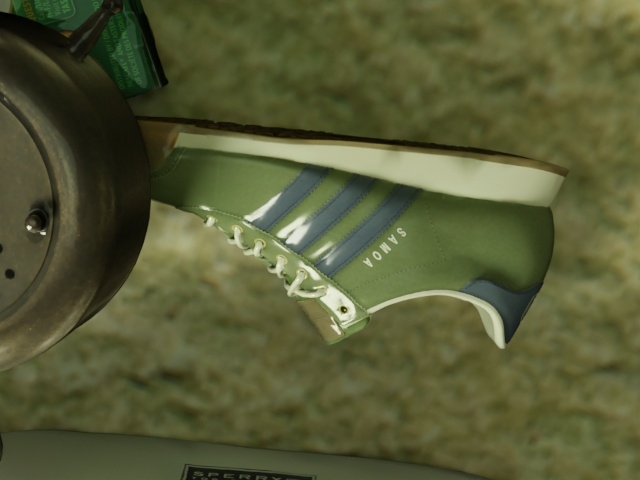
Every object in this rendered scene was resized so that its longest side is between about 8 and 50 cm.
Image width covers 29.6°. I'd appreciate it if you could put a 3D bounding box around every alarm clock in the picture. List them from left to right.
[{"bbox_3d":[-0.132,0.002,0.438,0.129,0.064,0.192,6,105,6],"label":"alarm clock"}]

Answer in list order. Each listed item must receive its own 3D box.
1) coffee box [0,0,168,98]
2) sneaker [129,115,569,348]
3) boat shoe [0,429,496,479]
[{"bbox_3d":[-0.165,-0.088,0.479,0.184,0.040,0.113,-17,101,2],"label":"coffee box"},{"bbox_3d":[0.000,0.000,0.485,0.192,0.064,0.086,6,97,-4],"label":"sneaker"},{"bbox_3d":[-0.005,0.151,0.495,0.301,0.108,0.102,7,101,1],"label":"boat shoe"}]
